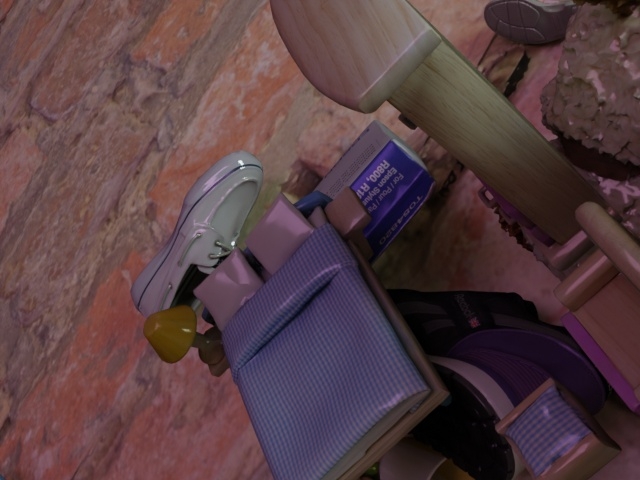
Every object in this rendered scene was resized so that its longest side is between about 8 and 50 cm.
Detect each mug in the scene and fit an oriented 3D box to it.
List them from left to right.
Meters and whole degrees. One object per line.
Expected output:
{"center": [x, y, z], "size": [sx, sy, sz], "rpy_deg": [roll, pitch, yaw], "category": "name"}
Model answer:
{"center": [0.084, 0.179, 0.601], "size": [0.064, 0.078, 0.062], "rpy_deg": [13, 112, 53], "category": "mug"}

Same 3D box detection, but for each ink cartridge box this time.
{"center": [0.000, 0.000, 0.684], "size": [0.223, 0.045, 0.224], "rpy_deg": [-50, 11, 10], "category": "ink cartridge box"}

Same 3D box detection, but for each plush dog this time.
{"center": [0.219, -0.062, 0.527], "size": [0.262, 0.210, 0.225], "rpy_deg": [31, 117, 47], "category": "plush dog"}

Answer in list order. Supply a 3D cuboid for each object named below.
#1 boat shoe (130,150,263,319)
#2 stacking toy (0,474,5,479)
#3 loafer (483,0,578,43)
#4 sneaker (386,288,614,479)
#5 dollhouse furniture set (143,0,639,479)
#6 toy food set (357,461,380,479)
{"center": [-0.121, 0.011, 0.856], "size": [0.076, 0.083, 0.226], "rpy_deg": [50, 116, 32], "category": "boat shoe"}
{"center": [-0.344, 0.357, 0.830], "size": [0.301, 0.175, 0.166], "rpy_deg": [12, 79, 33], "category": "stacking toy"}
{"center": [0.208, -0.202, 0.695], "size": [0.125, 0.045, 0.039], "rpy_deg": [16, 47, 42], "category": "loafer"}
{"center": [0.103, 0.087, 0.613], "size": [0.124, 0.107, 0.283], "rpy_deg": [-24, 22, -20], "category": "sneaker"}
{"center": [0.001, 0.040, 0.439], "size": [0.303, 0.198, 0.286], "rpy_deg": [-45, 43, 17], "category": "dollhouse furniture set"}
{"center": [0.005, 0.237, 0.653], "size": [0.132, 0.038, 0.192], "rpy_deg": [-15, 65, 44], "category": "toy food set"}
